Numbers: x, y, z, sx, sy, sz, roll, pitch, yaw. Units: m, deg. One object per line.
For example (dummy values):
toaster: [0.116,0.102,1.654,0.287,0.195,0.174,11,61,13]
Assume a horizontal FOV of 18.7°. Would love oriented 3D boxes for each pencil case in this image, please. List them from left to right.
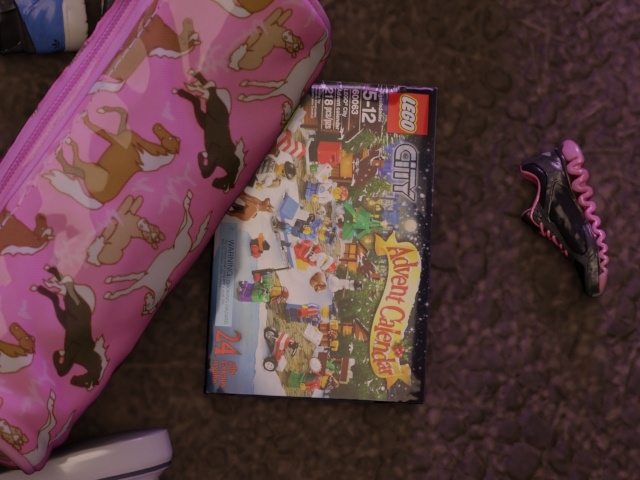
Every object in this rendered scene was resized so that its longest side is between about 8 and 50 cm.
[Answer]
pencil case: [-0.152,-0.029,1.293,0.167,0.160,0.386,34,79,-9]

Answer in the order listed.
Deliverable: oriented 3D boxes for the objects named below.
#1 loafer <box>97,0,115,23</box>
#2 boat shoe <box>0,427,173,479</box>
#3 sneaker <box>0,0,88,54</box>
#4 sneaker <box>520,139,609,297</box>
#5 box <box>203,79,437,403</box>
loafer: [-0.147,-0.210,1.420,0.061,0.062,0.170,8,78,10]
boat shoe: [-0.223,0.205,1.351,0.267,0.096,0.088,-20,91,-6]
sneaker: [-0.221,-0.209,1.407,0.084,0.058,0.152,-8,92,-15]
sneaker: [0.179,-0.012,1.441,0.057,0.047,0.119,-14,79,-1]
box: [0.000,0.000,1.417,0.159,0.044,0.233,3,84,-5]
